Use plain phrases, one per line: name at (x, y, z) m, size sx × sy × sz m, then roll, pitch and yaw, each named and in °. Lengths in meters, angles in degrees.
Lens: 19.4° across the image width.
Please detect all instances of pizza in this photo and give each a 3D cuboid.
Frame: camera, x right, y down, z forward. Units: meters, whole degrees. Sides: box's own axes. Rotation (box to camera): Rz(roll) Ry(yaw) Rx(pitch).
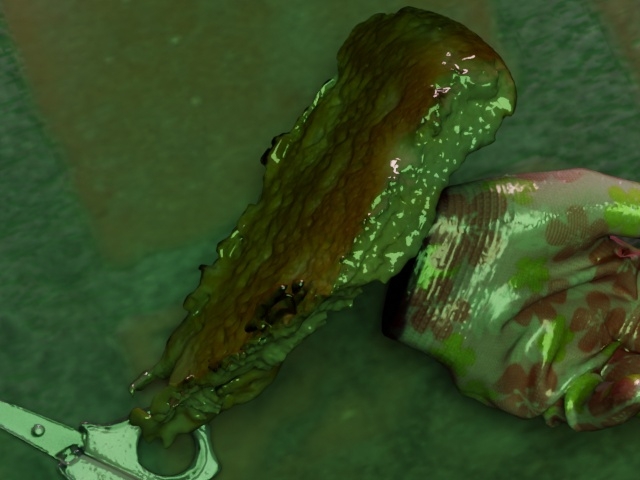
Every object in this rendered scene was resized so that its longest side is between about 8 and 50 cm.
pizza at (0.000, 0.000, 1.038) m, size 0.071 × 0.189 × 0.297 m, roll 40°, pitch 84°, yaw -24°

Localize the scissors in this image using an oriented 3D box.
scissors at (-0.153, 0.114, 1.076) m, size 0.189 × 0.015 × 0.100 m, roll 26°, pitch 75°, yaw 1°

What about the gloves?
gloves at (0.167, 0.041, 1.073) m, size 0.241 × 0.126 × 0.145 m, roll 18°, pitch 65°, yaw -6°
